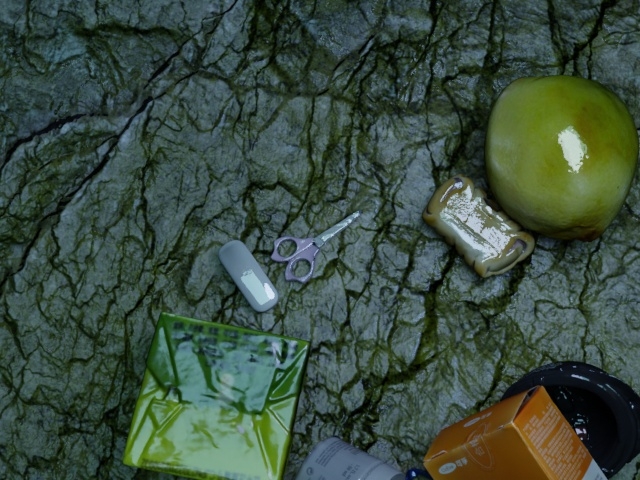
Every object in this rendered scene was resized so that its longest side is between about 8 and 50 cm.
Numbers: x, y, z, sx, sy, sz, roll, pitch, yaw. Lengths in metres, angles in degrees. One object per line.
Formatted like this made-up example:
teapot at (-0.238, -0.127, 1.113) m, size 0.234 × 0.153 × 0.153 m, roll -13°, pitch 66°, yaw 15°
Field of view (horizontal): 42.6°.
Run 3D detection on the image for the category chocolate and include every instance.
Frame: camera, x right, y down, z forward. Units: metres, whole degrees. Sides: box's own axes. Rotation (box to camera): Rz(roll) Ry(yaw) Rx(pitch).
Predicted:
chocolate at (-0.188, 0.309, 1.562) m, size 0.301 × 0.137 × 0.288 m, roll 11°, pitch 75°, yaw 5°

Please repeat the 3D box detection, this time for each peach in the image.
peach at (0.470, -0.169, 1.601) m, size 0.314 × 0.281 × 0.315 m, roll 13°, pitch 79°, yaw -5°

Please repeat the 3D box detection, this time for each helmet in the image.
helmet at (0.467, 0.318, 1.517) m, size 0.279 × 0.160 × 0.230 m, roll -35°, pitch 88°, yaw 28°

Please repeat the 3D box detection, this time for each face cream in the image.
face cream at (0.046, 0.463, 1.481) m, size 0.153 × 0.177 × 0.177 m, roll 24°, pitch 76°, yaw 27°

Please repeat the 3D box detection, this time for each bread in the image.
bread at (0.316, -0.025, 1.671) m, size 0.134 × 0.081 × 0.225 m, roll -42°, pitch 81°, yaw -5°

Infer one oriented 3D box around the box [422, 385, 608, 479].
box at (0.372, 0.453, 1.437) m, size 0.341 × 0.225 × 0.143 m, roll 56°, pitch 39°, yaw 5°

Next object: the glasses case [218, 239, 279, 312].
glasses case at (-0.147, 0.072, 1.669) m, size 0.063 × 0.041 × 0.164 m, roll -35°, pitch 77°, yaw -9°

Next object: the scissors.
scissors at (0.000, 0.000, 1.697) m, size 0.212 × 0.021 × 0.110 m, roll -35°, pitch 75°, yaw -8°

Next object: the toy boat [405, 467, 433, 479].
toy boat at (0.239, 0.532, 1.509) m, size 0.114 × 0.115 × 0.262 m, roll -35°, pitch 78°, yaw -8°
